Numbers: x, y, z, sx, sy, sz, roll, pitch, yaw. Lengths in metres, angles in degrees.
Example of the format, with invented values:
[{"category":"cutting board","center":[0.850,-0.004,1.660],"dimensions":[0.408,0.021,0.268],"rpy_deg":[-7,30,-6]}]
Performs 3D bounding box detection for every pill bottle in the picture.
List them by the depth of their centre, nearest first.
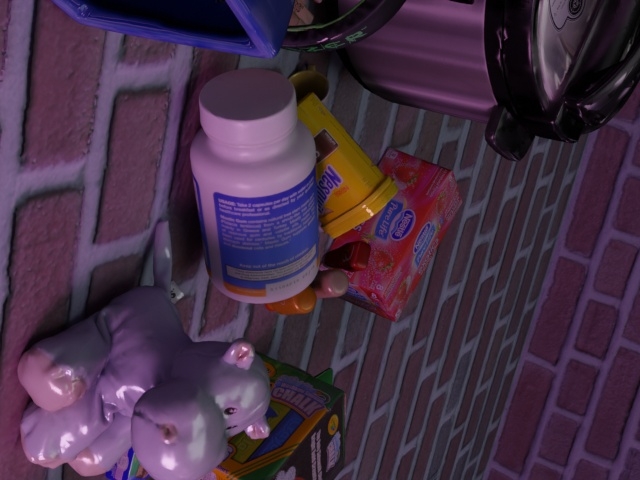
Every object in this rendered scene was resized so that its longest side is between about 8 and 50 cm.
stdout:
[{"category":"pill bottle","center":[-0.078,-0.066,1.238],"dimensions":[0.152,0.152,0.272],"rpy_deg":[-46,148,-38]}]

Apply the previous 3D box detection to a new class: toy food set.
[{"category":"toy food set","center":[0.000,0.000,1.437],"dimensions":[0.111,0.104,0.232],"rpy_deg":[18,75,-27]}]

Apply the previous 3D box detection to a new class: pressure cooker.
[{"category":"pressure cooker","center":[0.266,-0.332,1.327],"dimensions":[0.375,0.420,0.369],"rpy_deg":[-31,128,-37]}]

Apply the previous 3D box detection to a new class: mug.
[{"category":"mug","center":[-0.012,-0.194,1.381],"dimensions":[0.078,0.062,0.064],"rpy_deg":[-49,158,-21]}]

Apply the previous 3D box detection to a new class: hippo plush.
[{"category":"hippo plush","center":[-0.169,0.180,1.159],"dimensions":[0.294,0.237,0.234],"rpy_deg":[-46,147,-38]}]

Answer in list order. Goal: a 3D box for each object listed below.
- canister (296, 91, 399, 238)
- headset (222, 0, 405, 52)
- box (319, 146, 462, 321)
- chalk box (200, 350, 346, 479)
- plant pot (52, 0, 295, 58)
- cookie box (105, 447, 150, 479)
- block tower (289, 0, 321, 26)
[{"category":"canister","center":[0.003,-0.098,1.320],"dimensions":[0.073,0.170,0.126],"rpy_deg":[-47,-170,-36]},{"category":"headset","center":[-0.020,-0.393,1.015],"dimensions":[0.185,0.243,0.394],"rpy_deg":[4,86,-68]},{"category":"box","center":[0.123,-0.011,1.713],"dimensions":[0.257,0.128,0.122],"rpy_deg":[-59,154,-16]},{"category":"chalk box","center":[-0.077,0.298,1.514],"dimensions":[0.289,0.179,0.180],"rpy_deg":[-44,145,-43]},{"category":"plant pot","center":[-0.136,-0.312,0.847],"dimensions":[0.212,0.236,0.236],"rpy_deg":[-70,156,-12]},{"category":"cookie box","center":[-0.229,0.266,1.342],"dimensions":[0.107,0.040,0.091],"rpy_deg":[-13,121,-61]},{"category":"block tower","center":[-0.009,-0.395,1.183],"dimensions":[0.335,0.091,0.097],"rpy_deg":[-65,156,-4]}]
